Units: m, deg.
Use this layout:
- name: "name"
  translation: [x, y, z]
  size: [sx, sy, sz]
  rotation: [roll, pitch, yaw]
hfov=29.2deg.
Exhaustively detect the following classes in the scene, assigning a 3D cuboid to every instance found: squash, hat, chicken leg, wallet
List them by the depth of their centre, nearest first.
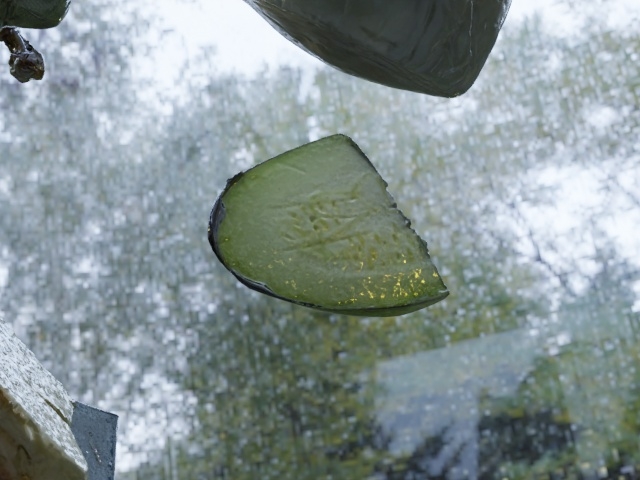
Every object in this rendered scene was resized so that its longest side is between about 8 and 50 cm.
- name: "squash"
  translation: [0.000, 0.000, 1.380]
  size: [0.204, 0.237, 0.155]
  rotation: [-33, -16, 2]
- name: "hat"
  translation: [-0.343, -0.304, 1.441]
  size: [0.110, 0.252, 0.252]
  rotation: [12, -33, -12]
- name: "wallet"
  translation: [-0.394, 0.383, 1.827]
  size: [0.190, 0.379, 0.046]
  rotation: [25, -57, -25]
- name: "chicken leg"
  translation: [-0.503, -0.360, 1.914]
  size: [0.107, 0.251, 0.087]
  rotation: [-27, 4, -35]

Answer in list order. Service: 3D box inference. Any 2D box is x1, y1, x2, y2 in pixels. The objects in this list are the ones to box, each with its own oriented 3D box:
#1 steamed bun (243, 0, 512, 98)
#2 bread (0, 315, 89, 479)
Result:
- name: "steamed bun"
  translation: [0.067, -0.362, 1.738]
  size: [0.383, 0.247, 0.236]
  rotation: [28, 3, 12]
- name: "bread"
  translation: [-0.541, 0.236, 1.518]
  size: [0.371, 0.279, 0.390]
  rotation: [-37, -70, 2]
